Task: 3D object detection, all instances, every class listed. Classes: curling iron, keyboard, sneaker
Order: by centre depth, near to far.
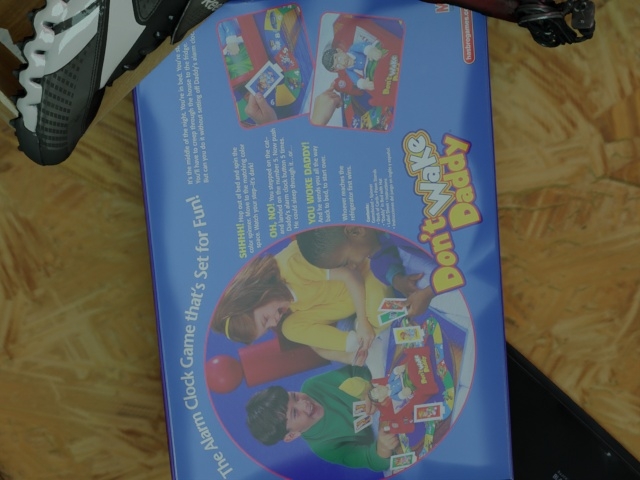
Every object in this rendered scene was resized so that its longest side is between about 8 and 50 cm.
[{"bbox_3d":[-0.102,-0.138,1.080,0.106,0.078,0.234,22,109,-1],"label":"sneaker"},{"bbox_3d":[0.072,-0.164,1.151,0.274,0.068,0.035,14,76,-41],"label":"curling iron"},{"bbox_3d":[0.156,0.226,1.434,0.317,0.033,0.201,43,85,-19],"label":"keyboard"}]

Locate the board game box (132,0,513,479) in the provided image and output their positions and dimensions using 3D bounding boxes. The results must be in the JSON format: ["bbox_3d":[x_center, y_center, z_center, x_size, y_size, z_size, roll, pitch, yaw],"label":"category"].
[{"bbox_3d":[0.000,0.000,1.288,0.233,0.078,0.347,-5,103,-5],"label":"board game box"}]

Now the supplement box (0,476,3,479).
[{"bbox_3d":[-0.263,0.179,1.341,0.056,0.083,0.083,-32,112,4],"label":"supplement box"}]

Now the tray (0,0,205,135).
[{"bbox_3d":[-0.084,-0.255,1.115,0.411,0.076,0.203,-41,102,18],"label":"tray"}]
